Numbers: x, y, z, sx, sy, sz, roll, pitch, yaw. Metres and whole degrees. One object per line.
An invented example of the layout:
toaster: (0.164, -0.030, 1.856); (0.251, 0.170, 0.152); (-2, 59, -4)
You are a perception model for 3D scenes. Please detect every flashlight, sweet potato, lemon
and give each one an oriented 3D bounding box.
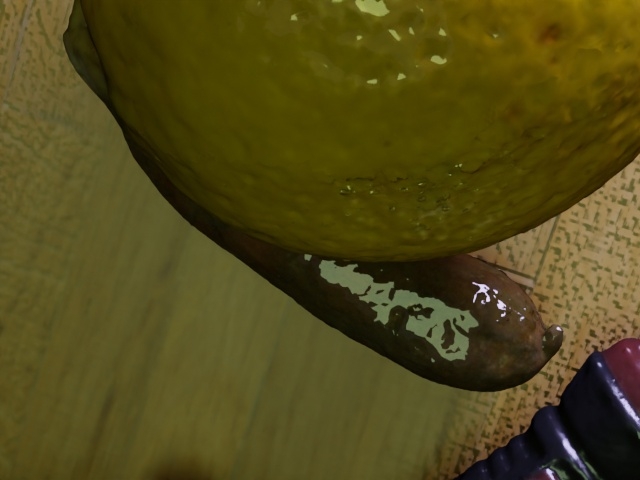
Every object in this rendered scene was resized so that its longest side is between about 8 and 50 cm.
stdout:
flashlight: (0.098, 0.147, 0.740); (0.232, 0.093, 0.093); (-36, 94, 10)
sweet potato: (0.000, 0.000, 0.736); (0.273, 0.075, 0.075); (32, 101, 4)
lemon: (0.035, -0.123, 0.614); (0.293, 0.293, 0.293); (1, 99, 6)
